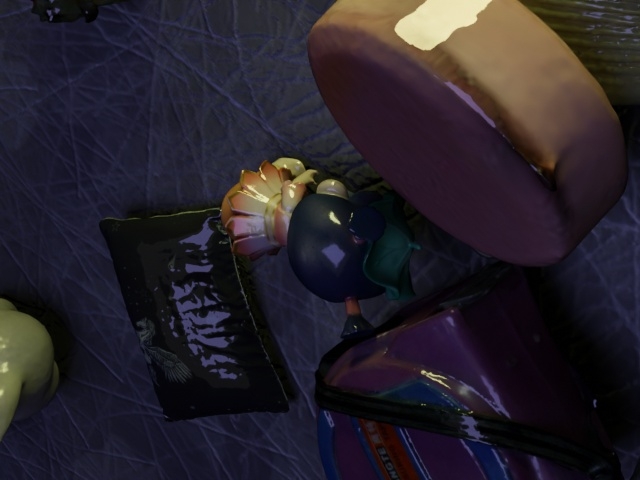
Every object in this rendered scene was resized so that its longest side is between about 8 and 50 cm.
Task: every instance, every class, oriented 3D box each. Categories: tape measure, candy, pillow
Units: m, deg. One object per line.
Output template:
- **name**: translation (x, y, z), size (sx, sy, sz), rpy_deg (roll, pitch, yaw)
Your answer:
- **tape measure**: translation (0.119, 0.152, 1.151), size (0.245, 0.149, 0.231), rpy_deg (-24, 99, 46)
- **candy**: translation (0.104, -0.086, 1.015), size (0.255, 0.094, 0.255), rpy_deg (41, 166, 13)
- **pillow**: translation (-0.117, 0.070, 1.327), size (0.141, 0.055, 0.208), rpy_deg (-6, 110, 27)

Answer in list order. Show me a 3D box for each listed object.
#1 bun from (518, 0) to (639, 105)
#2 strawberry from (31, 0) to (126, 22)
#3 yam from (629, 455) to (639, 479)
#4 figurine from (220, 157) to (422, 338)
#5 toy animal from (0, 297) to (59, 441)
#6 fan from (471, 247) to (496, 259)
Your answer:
- **bun**: translation (0.218, -0.191, 0.958), size (0.221, 0.108, 0.221), rpy_deg (19, 132, 22)
- **strawberry**: translation (-0.201, -0.253, 1.193), size (0.131, 0.148, 0.131), rpy_deg (5, 153, 2)
- **yam**: translation (0.310, 0.129, 1.048), size (0.133, 0.133, 0.330), rpy_deg (33, 128, 14)
- **figurine**: translation (0.000, 0.000, 1.163), size (0.195, 0.102, 0.111), rpy_deg (16, 123, 43)
- **toy animal**: translation (-0.358, 0.149, 1.440), size (0.193, 0.178, 0.127), rpy_deg (-29, 98, 40)
- **fan**: translation (0.130, -0.015, 1.165), size (0.080, 0.003, 0.060), rpy_deg (28, 124, 17)
